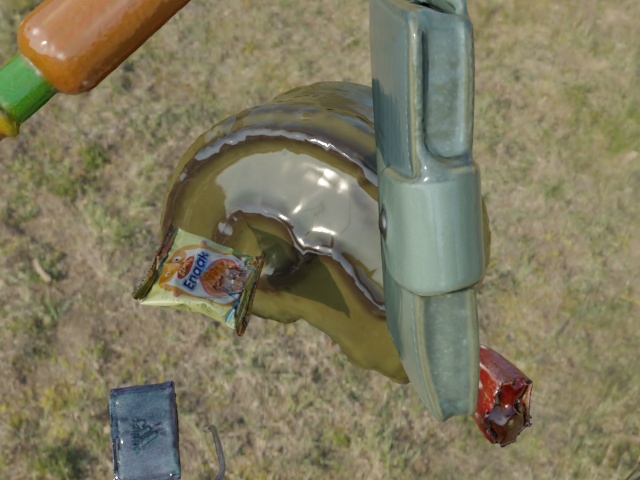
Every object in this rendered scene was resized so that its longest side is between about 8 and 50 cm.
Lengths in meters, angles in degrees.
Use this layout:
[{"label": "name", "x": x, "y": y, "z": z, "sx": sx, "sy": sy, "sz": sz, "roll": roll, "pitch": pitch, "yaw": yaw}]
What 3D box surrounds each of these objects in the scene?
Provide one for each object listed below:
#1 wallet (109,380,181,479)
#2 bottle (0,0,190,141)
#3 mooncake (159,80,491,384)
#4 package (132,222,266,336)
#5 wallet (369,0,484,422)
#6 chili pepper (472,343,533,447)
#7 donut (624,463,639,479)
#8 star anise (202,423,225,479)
[{"label": "wallet", "x": -0.289, "y": 0.320, "z": 1.508, "sx": 0.111, "sy": 0.030, "sz": 0.165, "roll": -6, "pitch": 74, "yaw": -2}, {"label": "bottle", "x": -0.173, "y": -0.136, "z": 0.629, "sx": 0.187, "sy": 0.069, "sz": 0.069, "roll": -44, "pitch": 56, "yaw": -9}, {"label": "mooncake", "x": 0.000, "y": 0.000, "z": 1.192, "sx": 0.394, "sy": 0.393, "sz": 0.246, "roll": -17, "pitch": 14, "yaw": 30}, {"label": "package", "x": -0.121, "y": 0.039, "z": 0.958, "sx": 0.121, "sy": 0.031, "sz": 0.108, "roll": 17, "pitch": 49, "yaw": 3}, {"label": "wallet", "x": 0.085, "y": -0.040, "z": 0.781, "sx": 0.083, "sy": 0.360, "sz": 0.252, "roll": -5, "pitch": 20, "yaw": -1}, {"label": "chili pepper", "x": 0.316, "y": 0.273, "z": 1.804, "sx": 0.136, "sy": 0.144, "sz": 0.252, "roll": -41, "pitch": 34, "yaw": 0}, {"label": "donut", "x": 0.643, "y": 0.466, "z": 1.557, "sx": 0.330, "sy": 0.330, "sz": 0.160, "roll": -38, "pitch": 97, "yaw": -36}, {"label": "star anise", "x": -0.164, "y": 0.388, "z": 1.415, "sx": 0.219, "sy": 0.148, "sz": 0.227, "roll": 11, "pitch": 30, "yaw": 31}]
